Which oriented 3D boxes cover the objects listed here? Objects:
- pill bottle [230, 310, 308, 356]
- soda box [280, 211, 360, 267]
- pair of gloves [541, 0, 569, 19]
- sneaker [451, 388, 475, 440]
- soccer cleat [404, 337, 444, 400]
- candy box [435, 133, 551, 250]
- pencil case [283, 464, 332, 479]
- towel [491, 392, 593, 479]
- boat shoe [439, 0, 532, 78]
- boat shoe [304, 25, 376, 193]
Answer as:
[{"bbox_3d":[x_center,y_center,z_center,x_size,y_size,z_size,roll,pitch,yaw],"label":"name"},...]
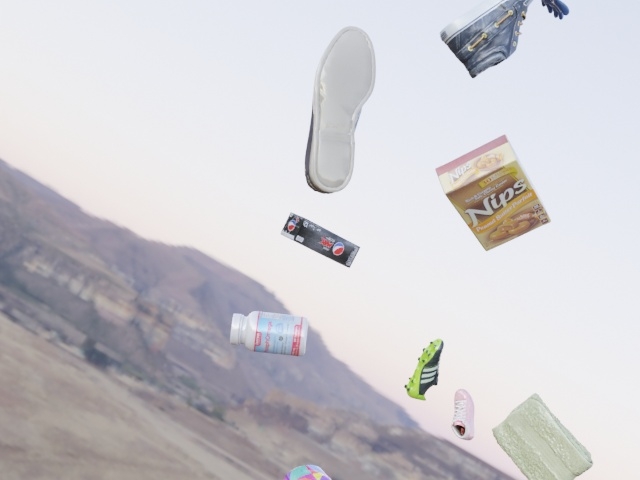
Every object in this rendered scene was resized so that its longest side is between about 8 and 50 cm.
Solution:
[{"bbox_3d":[-0.109,0.197,2.010,0.160,0.087,0.087,6,-8,-2],"label":"pill bottle"},{"bbox_3d":[0.000,0.000,1.987,0.169,0.053,0.060,28,-3,-37],"label":"soda box"},{"bbox_3d":[0.503,-0.593,2.207,0.198,0.023,0.159,44,3,32],"label":"pair of gloves"},{"bbox_3d":[0.367,0.451,2.441,0.051,0.134,0.070,-12,-14,28],"label":"sneaker"},{"bbox_3d":[0.289,0.342,2.503,0.072,0.179,0.060,24,11,-18],"label":"soccer cleat"},{"bbox_3d":[0.421,-0.107,2.273,0.316,0.183,0.087,44,24,-52],"label":"candy box"},{"bbox_3d":[0.016,0.465,1.589,0.104,0.104,0.236,35,-5,-29],"label":"pencil case"},{"bbox_3d":[0.352,0.330,1.506,0.148,0.110,0.027,51,20,28],"label":"towel"},{"bbox_3d":[0.259,-0.301,1.303,0.083,0.183,0.065,56,-5,-1],"label":"boat shoe"},{"bbox_3d":[0.015,-0.157,1.146,0.075,0.206,0.065,12,-6,-18],"label":"boat shoe"}]
